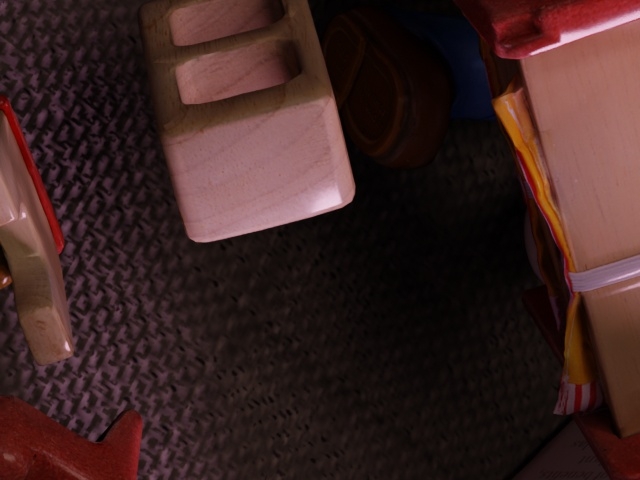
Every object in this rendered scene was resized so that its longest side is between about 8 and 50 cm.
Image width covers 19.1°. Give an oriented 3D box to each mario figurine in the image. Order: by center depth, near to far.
[{"bbox_3d":[0.174,-0.087,0.828,0.320,0.198,0.170,1,60,-30],"label":"mario figurine"}]

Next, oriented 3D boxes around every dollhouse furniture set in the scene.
[{"bbox_3d":[0.000,0.000,0.691,0.374,0.152,0.201,-17,118,1],"label":"dollhouse furniture set"}]

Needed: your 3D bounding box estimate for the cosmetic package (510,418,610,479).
[{"bbox_3d":[0.236,0.120,0.819,0.453,0.230,0.161,-38,107,-32],"label":"cosmetic package"}]
